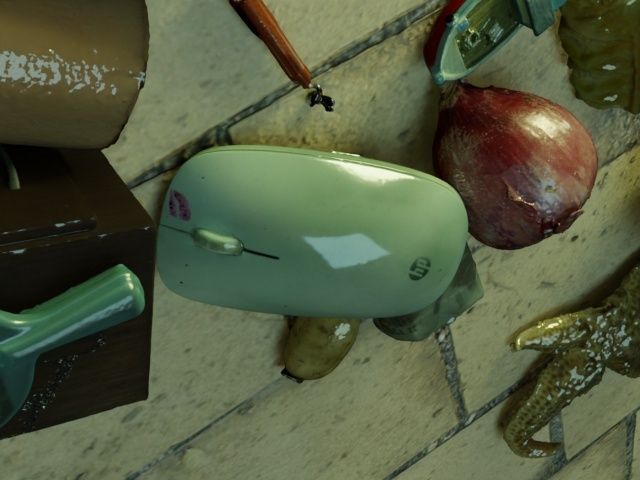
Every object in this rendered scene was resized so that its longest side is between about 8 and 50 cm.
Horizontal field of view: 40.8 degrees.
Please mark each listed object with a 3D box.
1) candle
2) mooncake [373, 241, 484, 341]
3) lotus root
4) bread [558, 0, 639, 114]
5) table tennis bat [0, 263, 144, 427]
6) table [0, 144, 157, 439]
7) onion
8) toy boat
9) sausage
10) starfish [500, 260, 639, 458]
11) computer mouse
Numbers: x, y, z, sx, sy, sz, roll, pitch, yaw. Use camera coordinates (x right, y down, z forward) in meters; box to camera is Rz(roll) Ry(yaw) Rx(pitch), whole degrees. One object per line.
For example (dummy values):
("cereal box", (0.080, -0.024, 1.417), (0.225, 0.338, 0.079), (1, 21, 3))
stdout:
("candle", (-0.033, -0.158, 0.707), (0.026, 0.021, 0.167), (-58, 139, -16))
("mooncake", (0.103, 0.038, 0.928), (0.130, 0.073, 0.125), (-35, 134, -11))
("lotus root", (0.007, 0.096, 0.909), (0.072, 0.063, 0.152), (11, 119, -31))
("bread", (0.314, -0.217, 0.886), (0.128, 0.088, 0.232), (-37, 143, 4))
("table tennis bat", (-0.199, 0.067, 0.503), (0.201, 0.033, 0.124), (-25, 136, -14))
("table", (-0.234, 0.020, 0.585), (0.193, 0.169, 0.172), (-11, 128, -30))
("onion", (0.174, -0.088, 0.844), (0.159, 0.159, 0.195), (-45, 101, 1))
("toy boat", (0.163, -0.205, 0.792), (0.173, 0.059, 0.069), (-39, 137, -5))
("sausage", (-0.239, -0.122, 0.504), (0.253, 0.123, 0.123), (2, 121, -38))
("starfish", (0.452, 0.147, 1.284), (0.432, 0.082, 0.324), (-29, 132, -19))
("computer mouse", (0.003, 0.003, 0.770), (0.288, 0.097, 0.159), (3, 119, -25))
